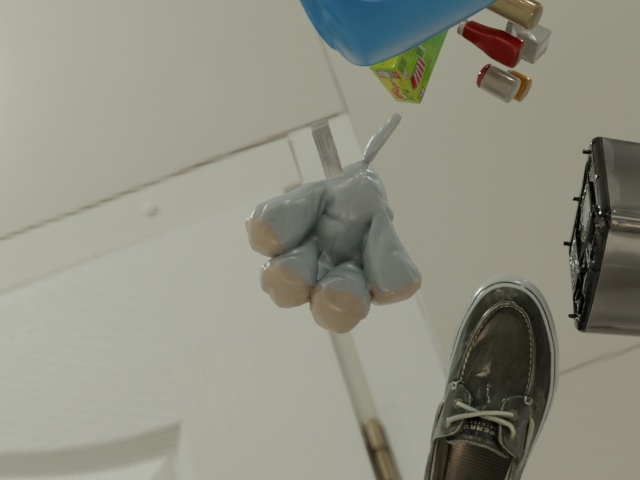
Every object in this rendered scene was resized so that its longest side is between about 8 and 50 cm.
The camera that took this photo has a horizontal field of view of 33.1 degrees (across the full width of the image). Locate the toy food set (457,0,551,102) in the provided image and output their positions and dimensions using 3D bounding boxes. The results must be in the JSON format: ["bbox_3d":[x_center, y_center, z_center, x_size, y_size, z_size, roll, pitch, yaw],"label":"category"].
[{"bbox_3d":[0.258,-0.296,1.533,0.111,0.105,0.232,-45,-24,-31],"label":"toy food set"}]

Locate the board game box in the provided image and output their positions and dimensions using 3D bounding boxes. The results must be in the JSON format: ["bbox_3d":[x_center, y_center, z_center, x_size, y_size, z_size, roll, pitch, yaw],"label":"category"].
[{"bbox_3d":[0.136,-0.296,1.528,0.043,0.181,0.092,11,-18,34],"label":"board game box"}]

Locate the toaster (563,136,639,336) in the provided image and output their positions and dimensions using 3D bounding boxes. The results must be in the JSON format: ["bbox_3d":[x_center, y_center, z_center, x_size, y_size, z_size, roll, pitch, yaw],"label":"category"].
[{"bbox_3d":[0.330,0.002,1.162,0.110,0.185,0.168,6,-53,6],"label":"toaster"}]

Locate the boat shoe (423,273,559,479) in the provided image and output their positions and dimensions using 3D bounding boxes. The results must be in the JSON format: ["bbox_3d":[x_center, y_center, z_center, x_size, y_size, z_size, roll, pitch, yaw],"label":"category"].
[{"bbox_3d":[0.180,0.204,1.147,0.121,0.335,0.119,9,5,16],"label":"boat shoe"}]

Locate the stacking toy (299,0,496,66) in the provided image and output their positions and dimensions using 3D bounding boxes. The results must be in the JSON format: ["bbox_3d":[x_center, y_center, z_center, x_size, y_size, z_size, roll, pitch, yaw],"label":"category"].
[{"bbox_3d":[0.093,-0.273,0.990,0.166,0.175,0.302,-24,5,24],"label":"stacking toy"}]

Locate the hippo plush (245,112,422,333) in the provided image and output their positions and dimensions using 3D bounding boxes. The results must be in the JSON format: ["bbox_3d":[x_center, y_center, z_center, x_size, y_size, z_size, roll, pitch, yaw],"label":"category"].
[{"bbox_3d":[0.000,0.000,1.556,0.235,0.294,0.236,-6,-11,-11],"label":"hippo plush"}]
